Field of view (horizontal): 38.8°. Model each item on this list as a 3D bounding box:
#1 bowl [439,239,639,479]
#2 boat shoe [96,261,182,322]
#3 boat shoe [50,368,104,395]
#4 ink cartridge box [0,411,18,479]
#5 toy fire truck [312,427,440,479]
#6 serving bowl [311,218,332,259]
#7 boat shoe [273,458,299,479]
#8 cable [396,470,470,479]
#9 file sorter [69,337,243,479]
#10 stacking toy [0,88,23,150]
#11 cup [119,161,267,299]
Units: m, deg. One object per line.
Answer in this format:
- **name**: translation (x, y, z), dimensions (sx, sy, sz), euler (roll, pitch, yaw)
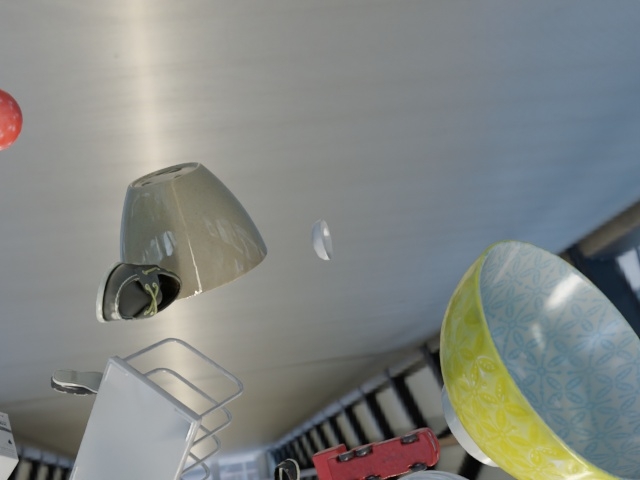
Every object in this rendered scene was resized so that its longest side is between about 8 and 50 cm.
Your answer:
- **bowl**: translation (0.225, 0.159, 0.983), dimensions (0.289, 0.289, 0.156), euler (5, 141, -42)
- **boat shoe**: translation (-0.340, 0.097, 1.715), dimensions (0.091, 0.109, 0.305), euler (10, -175, 5)
- **boat shoe**: translation (-0.455, 0.278, 1.747), dimensions (0.125, 0.046, 0.038), euler (10, 134, -20)
- **ink cartridge box**: translation (-0.565, 0.332, 1.501), dimensions (0.099, 0.135, 0.056), euler (28, 100, -35)
- **toy fire truck**: translation (0.071, 0.288, 1.201), dimensions (0.192, 0.047, 0.135), euler (-20, 172, 15)
- **serving bowl**: translation (0.000, 0.000, 1.809), dimensions (0.027, 0.083, 0.083), euler (-12, 164, 14)
- **boat shoe**: translation (-0.058, 0.461, 1.625), dimensions (0.049, 0.133, 0.042), euler (-6, -177, 35)
- **cable**: translation (0.202, 0.530, 1.569), dimensions (0.257, 0.257, 0.089), euler (-29, 149, 10)
- **file sorter**: translation (-0.282, 0.343, 1.595), dimensions (0.173, 0.193, 0.277), euler (-21, 138, -59)
- **stacking toy**: translation (-0.516, -0.160, 1.307), dimensions (0.141, 0.141, 0.330), euler (4, 177, -41)
- **cup**: translation (-0.310, -0.036, 2.014), dimensions (0.331, 0.237, 0.331), euler (-15, -163, 5)
